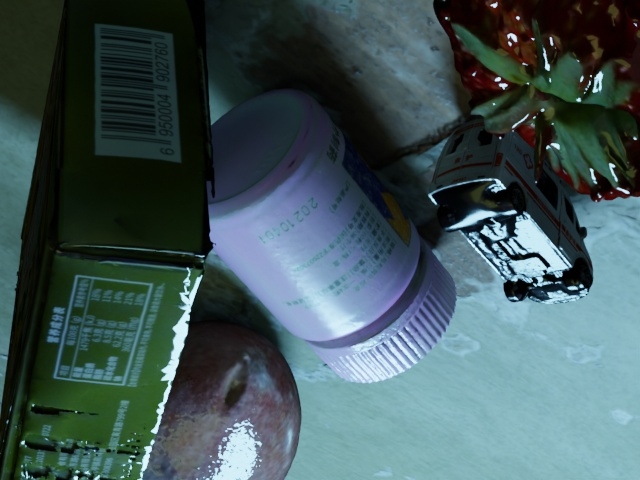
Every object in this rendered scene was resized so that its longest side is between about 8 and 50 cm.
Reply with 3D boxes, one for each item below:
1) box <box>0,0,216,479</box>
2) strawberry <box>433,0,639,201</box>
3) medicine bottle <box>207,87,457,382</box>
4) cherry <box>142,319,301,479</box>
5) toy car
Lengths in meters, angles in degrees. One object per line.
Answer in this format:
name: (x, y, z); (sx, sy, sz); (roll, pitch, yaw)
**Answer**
box: (-0.210, 0.007, 1.269); (0.138, 0.373, 0.420); (8, 136, -16)
strawberry: (0.241, -0.174, 1.023); (0.261, 0.257, 0.261); (35, 160, 15)
medicine bottle: (0.000, 0.000, 1.375); (0.178, 0.178, 0.290); (-11, 134, 37)
cherry: (-0.148, 0.222, 1.710); (0.261, 0.221, 0.307); (20, 132, -11)
toy car: (0.196, -0.026, 1.306); (0.089, 0.108, 0.210); (-15, 134, 37)
